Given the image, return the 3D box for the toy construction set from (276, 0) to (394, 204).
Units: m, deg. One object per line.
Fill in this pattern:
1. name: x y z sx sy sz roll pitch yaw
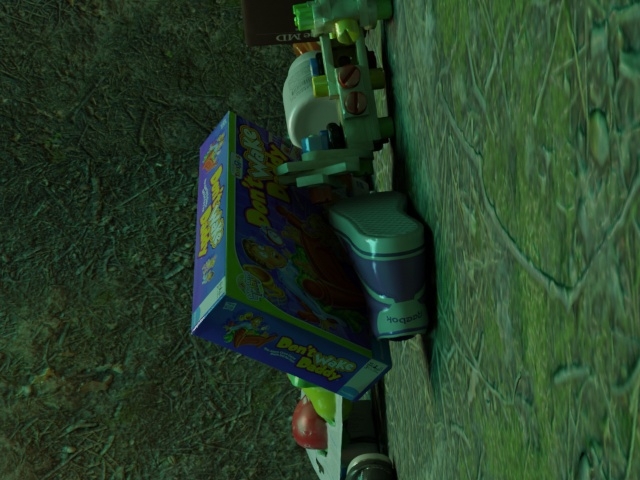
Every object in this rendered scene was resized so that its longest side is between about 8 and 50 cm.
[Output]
1. toy construction set: 0.030 -0.203 1.451 0.215 0.151 0.327 128 148 -85

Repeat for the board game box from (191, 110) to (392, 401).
1. board game box: -0.039 0.013 1.419 0.078 0.233 0.347 -48 29 32

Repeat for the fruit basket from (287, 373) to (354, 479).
1. fruit basket: 0.013 0.286 2.109 0.327 0.165 0.353 -130 34 -70

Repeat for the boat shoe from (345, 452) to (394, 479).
1. boat shoe: 0.079 0.516 1.961 0.095 0.112 0.335 -91 2 -53

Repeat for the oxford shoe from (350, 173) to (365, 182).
1. oxford shoe: 0.000 0.000 1.791 0.449 0.130 0.169 -91 19 -55

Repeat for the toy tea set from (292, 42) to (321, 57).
1. toy tea set: -0.009 -0.481 2.326 0.200 0.124 0.336 55 173 0

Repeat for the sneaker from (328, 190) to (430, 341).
1. sneaker: 0.072 0.036 1.369 0.282 0.102 0.161 -99 0 -74

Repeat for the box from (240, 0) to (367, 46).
1. box: -0.026 -0.431 1.550 0.381 0.191 0.143 91 174 -68

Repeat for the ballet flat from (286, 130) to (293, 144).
1. ballet flat: -0.005 -0.255 2.283 0.348 0.123 0.123 -102 8 -71

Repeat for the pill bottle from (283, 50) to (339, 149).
1. pill bottle: 0.002 -0.239 1.924 0.229 0.131 0.131 -100 6 -60

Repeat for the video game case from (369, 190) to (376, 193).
1. video game case: 0.091 -0.016 1.750 0.122 0.011 0.087 -102 7 -66

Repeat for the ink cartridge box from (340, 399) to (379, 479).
1. ink cartridge box: 0.071 0.438 2.219 0.148 0.086 0.203 89 176 -47
